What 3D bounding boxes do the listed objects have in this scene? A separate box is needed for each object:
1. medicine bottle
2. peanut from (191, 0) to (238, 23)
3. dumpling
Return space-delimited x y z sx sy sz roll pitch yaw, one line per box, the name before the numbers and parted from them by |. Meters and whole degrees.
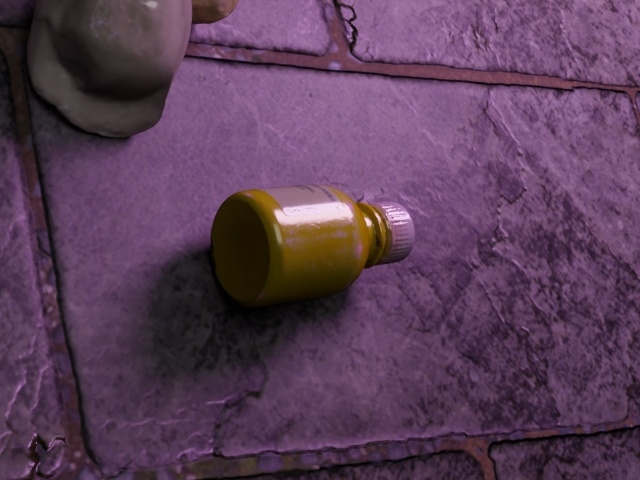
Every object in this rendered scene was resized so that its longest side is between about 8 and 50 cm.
medicine bottle | 0.000 0.000 1.553 0.213 0.122 0.121 -7 74 -38
peanut | -0.183 -0.340 1.577 0.257 0.123 0.123 41 51 -17
dumpling | -0.214 -0.230 1.496 0.162 0.132 0.250 4 97 -15
